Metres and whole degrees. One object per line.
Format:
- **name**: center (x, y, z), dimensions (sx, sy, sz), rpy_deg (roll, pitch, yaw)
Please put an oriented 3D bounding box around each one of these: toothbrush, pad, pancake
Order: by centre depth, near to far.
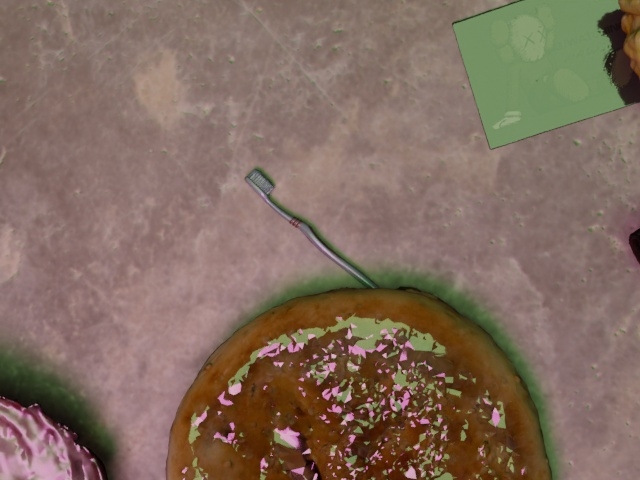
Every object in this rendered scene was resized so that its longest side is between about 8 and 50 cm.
- **pad**: center (0.232, -0.174, 0.986), dimensions (0.190, 0.004, 0.127), rpy_deg (-18, 91, 8)
- **pancake**: center (0.036, 0.232, 0.993), dimensions (0.387, 0.082, 0.387), rpy_deg (0, 97, 3)
- **toothbrush**: center (0.000, 0.000, 1.022), dimensions (0.193, 0.013, 0.019), rpy_deg (43, 89, 4)

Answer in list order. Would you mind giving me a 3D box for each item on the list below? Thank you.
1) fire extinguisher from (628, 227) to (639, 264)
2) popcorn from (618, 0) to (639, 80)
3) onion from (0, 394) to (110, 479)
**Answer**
- **fire extinguisher**: center (0.429, -0.074, 0.919), dimensions (0.341, 0.105, 0.141), rpy_deg (-36, 67, 1)
- **popcorn**: center (0.351, -0.183, 0.897), dimensions (0.173, 0.142, 0.173), rpy_deg (3, 99, 20)
- **onion**: center (-0.346, 0.292, 1.031), dimensions (0.280, 0.146, 0.314), rpy_deg (1, 85, -6)
